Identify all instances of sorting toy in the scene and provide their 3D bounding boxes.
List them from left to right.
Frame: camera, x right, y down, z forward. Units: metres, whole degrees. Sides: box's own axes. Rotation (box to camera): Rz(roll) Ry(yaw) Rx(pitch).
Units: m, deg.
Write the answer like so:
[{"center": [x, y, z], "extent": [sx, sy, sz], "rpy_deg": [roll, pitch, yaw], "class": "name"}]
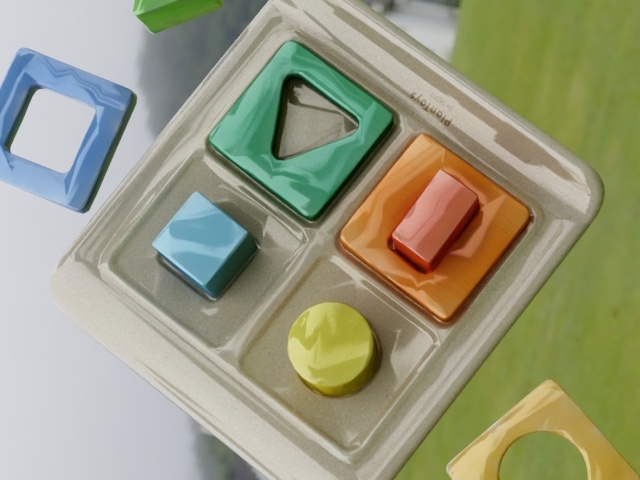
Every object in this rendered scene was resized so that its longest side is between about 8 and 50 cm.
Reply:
[{"center": [0.000, 0.000, 0.766], "extent": [0.196, 0.347, 0.047], "rpy_deg": [-53, -12, -2], "class": "sorting toy"}]
